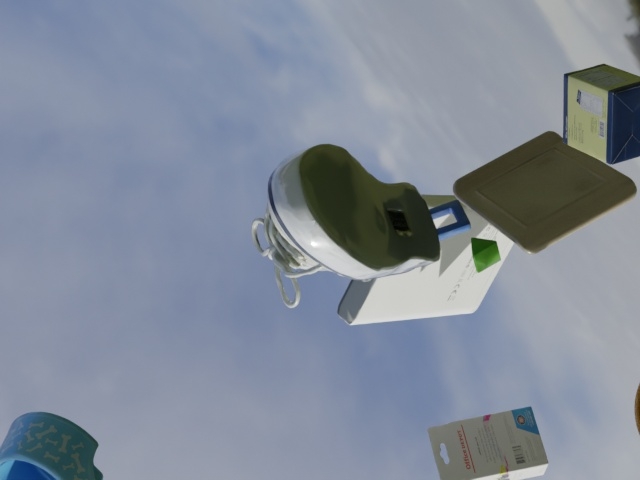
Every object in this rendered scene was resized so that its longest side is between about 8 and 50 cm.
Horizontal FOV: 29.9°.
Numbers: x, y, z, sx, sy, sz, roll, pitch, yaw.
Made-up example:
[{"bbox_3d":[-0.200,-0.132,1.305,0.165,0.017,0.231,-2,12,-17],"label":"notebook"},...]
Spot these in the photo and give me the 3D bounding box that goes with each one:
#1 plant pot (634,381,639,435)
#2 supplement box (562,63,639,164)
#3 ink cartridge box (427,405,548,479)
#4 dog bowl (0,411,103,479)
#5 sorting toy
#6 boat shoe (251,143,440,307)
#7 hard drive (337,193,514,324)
[{"bbox_3d":[0.493,0.239,1.424,0.188,0.205,0.205,58,-171,-46],"label":"plant pot"},{"bbox_3d":[0.308,-0.137,1.287,0.083,0.056,0.083,39,139,55],"label":"supplement box"},{"bbox_3d":[0.273,0.349,1.982,0.061,0.181,0.104,91,168,-61],"label":"ink cartridge box"},{"bbox_3d":[-0.317,0.362,1.599,0.297,0.166,0.074,46,-142,-10],"label":"dog bowl"},{"bbox_3d":[0.303,-0.061,1.624,0.196,0.348,0.047,48,163,52],"label":"sorting toy"},{"bbox_3d":[-0.002,-0.008,1.243,0.367,0.156,0.136,3,-113,-69],"label":"boat shoe"},{"bbox_3d":[0.199,0.030,2.025,0.353,0.233,0.047,-1,-146,-49],"label":"hard drive"}]
